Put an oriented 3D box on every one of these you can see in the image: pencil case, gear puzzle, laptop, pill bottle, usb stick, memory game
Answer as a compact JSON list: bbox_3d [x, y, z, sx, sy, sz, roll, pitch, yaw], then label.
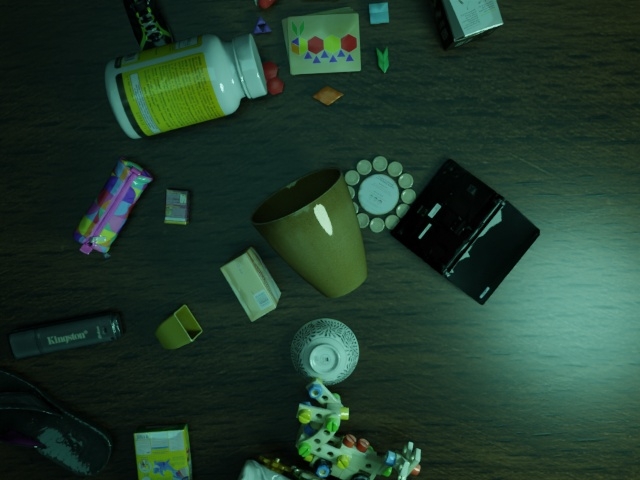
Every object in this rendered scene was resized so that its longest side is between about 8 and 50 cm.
[{"bbox_3d":[-0.494,-0.078,1.874,0.104,0.104,0.236,31,94,-3],"label":"pencil case"},{"bbox_3d":[0.003,0.599,1.899,0.339,0.175,0.044,25,78,-2],"label":"gear puzzle"},{"bbox_3d":[0.352,-0.019,1.908,0.264,0.136,0.234,39,95,20],"label":"laptop"},{"bbox_3d":[-0.300,-0.358,1.793,0.334,0.188,0.188,-14,96,5],"label":"pill bottle"},{"bbox_3d":[-0.626,0.231,1.932,0.278,0.045,0.077,-11,95,1],"label":"usb stick"},{"bbox_3d":[0.138,-0.112,1.907,0.186,0.012,0.186,0,96,1],"label":"memory game"}]

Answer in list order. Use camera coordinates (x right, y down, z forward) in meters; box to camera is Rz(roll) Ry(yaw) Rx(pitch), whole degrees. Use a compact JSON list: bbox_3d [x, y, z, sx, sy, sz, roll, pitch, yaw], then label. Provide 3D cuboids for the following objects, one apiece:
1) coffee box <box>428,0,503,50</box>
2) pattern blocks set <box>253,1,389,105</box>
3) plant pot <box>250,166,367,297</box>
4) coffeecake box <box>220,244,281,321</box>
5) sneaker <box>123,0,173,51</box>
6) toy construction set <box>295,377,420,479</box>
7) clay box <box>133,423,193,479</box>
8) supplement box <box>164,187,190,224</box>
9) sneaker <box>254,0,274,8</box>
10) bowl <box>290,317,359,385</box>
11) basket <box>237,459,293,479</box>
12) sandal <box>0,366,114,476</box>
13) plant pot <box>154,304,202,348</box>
[{"bbox_3d":[0.298,-0.596,1.778,0.119,0.168,0.297,-19,95,2],"label":"coffee box"},{"bbox_3d":[0.002,-0.465,1.864,0.325,0.026,0.285,5,96,0],"label":"pattern blocks set"},{"bbox_3d":[0.000,0.000,1.829,0.237,0.237,0.254,-28,109,3],"label":"plant pot"},{"bbox_3d":[-0.160,0.096,1.844,0.068,0.185,0.142,-30,95,4],"label":"coffeecake box"},{"bbox_3d":[-0.416,-0.524,1.827,0.084,0.097,0.234,-24,95,3],"label":"sneaker"},{"bbox_3d":[0.077,0.487,1.888,0.328,0.151,0.215,28,110,6],"label":"toy construction set"},{"bbox_3d":[-0.386,0.572,1.961,0.127,0.053,0.222,-4,97,1],"label":"clay box"},{"bbox_3d":[-0.344,-0.082,1.899,0.055,0.043,0.083,5,97,0],"label":"supplement box"},{"bbox_3d":[-0.039,-0.629,1.799,0.279,0.107,0.118,-45,82,5],"label":"sneaker"},{"bbox_3d":[0.011,0.279,1.914,0.170,0.080,0.170,0,95,0],"label":"bowl"},{"bbox_3d":[-0.105,0.742,1.840,0.331,0.328,0.266,29,97,-3],"label":"basket"},{"bbox_3d":[-0.719,0.438,1.923,0.446,0.107,0.167,25,95,-2],"label":"sandal"},{"bbox_3d":[-0.352,0.218,1.914,0.083,0.081,0.081,-31,95,16],"label":"plant pot"}]
